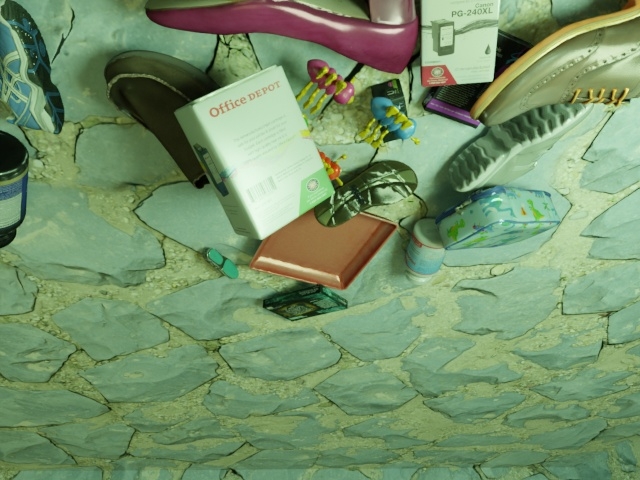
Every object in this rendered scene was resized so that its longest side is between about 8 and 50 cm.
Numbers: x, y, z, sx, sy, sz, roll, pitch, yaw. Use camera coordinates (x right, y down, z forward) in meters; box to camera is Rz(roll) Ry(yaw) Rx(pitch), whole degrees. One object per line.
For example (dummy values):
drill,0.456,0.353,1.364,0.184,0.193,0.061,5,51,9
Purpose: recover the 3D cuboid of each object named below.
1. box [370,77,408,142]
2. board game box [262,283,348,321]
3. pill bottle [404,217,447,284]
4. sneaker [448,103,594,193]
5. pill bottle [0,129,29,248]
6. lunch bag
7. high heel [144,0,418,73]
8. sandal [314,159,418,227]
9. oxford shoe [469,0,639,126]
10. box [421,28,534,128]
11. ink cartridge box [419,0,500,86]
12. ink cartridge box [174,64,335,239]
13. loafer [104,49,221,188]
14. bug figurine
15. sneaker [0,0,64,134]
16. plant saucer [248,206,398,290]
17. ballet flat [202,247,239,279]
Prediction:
box,0.123,-0.224,0.796,0.052,0.062,0.083,-13,137,10
board game box,-0.039,0.166,1.196,0.186,0.026,0.126,-18,145,30
pill bottle,0.245,0.030,1.069,0.087,0.087,0.160,0,137,-6
sneaker,0.377,-0.185,0.860,0.115,0.105,0.281,12,144,-38
pill bottle,-0.602,-0.084,0.828,0.123,0.122,0.219,16,134,-22
lunch bag,0.361,-0.040,0.949,0.219,0.090,0.176,-2,160,-31
high heel,-0.045,-0.296,0.664,0.378,0.127,0.181,-3,144,4
sandal,0.088,-0.093,0.924,0.220,0.060,0.089,-29,99,-1
oxford shoe,0.412,-0.256,0.694,0.364,0.132,0.130,-27,172,15
box,0.265,-0.277,0.780,0.116,0.029,0.162,13,136,-20
ink cartridge box,0.202,-0.315,0.679,0.110,0.063,0.150,0,131,13
ink cartridge box,-0.095,-0.131,0.693,0.154,0.093,0.212,-35,114,-25
loafer,-0.183,-0.159,0.746,0.366,0.130,0.134,32,142,-22
bug figurine,0.022,-0.195,0.776,0.216,0.072,0.279,37,146,-25
sneaker,-0.456,-0.252,0.692,0.081,0.080,0.211,1,136,-12
plant saucer,0.000,0.000,1.040,0.259,0.047,0.258,15,134,-22
ballet flat,-0.239,0.053,1.085,0.041,0.041,0.114,-23,135,18
